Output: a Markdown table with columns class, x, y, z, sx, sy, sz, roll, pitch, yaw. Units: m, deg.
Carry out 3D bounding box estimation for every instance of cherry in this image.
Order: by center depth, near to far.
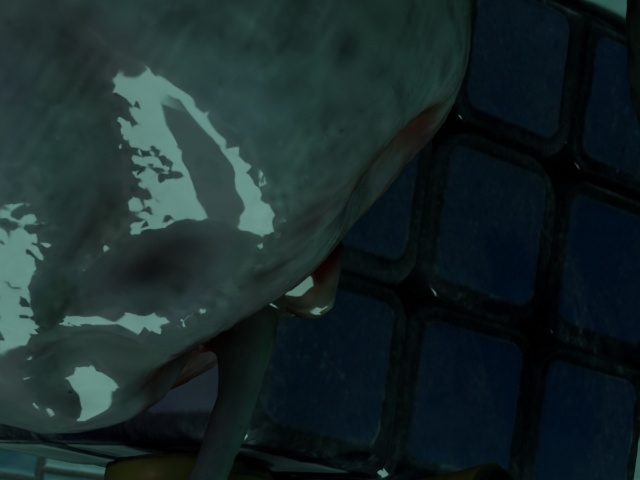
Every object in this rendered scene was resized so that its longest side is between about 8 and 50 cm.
| class | x | y | z | sx | sy | sz | roll | pitch | yaw |
| --- | --- | --- | --- | --- | --- | --- | --- | --- | --- |
| cherry | -0.103 | -0.086 | 0.736 | 0.326 | 0.291 | 0.335 | 6 | 135 | 57 |

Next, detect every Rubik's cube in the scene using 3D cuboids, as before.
| class | x | y | z | sx | sy | sz | roll | pitch | yaw |
| --- | --- | --- | --- | --- | --- | --- | --- | --- | --- |
| Rubik's cube | 0.000 | 0.000 | 1.140 | 0.301 | 0.305 | 0.303 | 19 | 163 | -37 |

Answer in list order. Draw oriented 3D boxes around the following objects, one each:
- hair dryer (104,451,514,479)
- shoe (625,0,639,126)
| class | x | y | z | sx | sy | sz | roll | pitch | yaw |
| --- | --- | --- | --- | --- | --- | --- | --- | --- | --- |
| hair dryer | -0.011 | 0.159 | 0.898 | 0.090 | 0.135 | 0.278 | 18 | 155 | -36 |
| shoe | 0.249 | -0.101 | 0.909 | 0.171 | 0.132 | 0.336 | -1 | 167 | 22 |
